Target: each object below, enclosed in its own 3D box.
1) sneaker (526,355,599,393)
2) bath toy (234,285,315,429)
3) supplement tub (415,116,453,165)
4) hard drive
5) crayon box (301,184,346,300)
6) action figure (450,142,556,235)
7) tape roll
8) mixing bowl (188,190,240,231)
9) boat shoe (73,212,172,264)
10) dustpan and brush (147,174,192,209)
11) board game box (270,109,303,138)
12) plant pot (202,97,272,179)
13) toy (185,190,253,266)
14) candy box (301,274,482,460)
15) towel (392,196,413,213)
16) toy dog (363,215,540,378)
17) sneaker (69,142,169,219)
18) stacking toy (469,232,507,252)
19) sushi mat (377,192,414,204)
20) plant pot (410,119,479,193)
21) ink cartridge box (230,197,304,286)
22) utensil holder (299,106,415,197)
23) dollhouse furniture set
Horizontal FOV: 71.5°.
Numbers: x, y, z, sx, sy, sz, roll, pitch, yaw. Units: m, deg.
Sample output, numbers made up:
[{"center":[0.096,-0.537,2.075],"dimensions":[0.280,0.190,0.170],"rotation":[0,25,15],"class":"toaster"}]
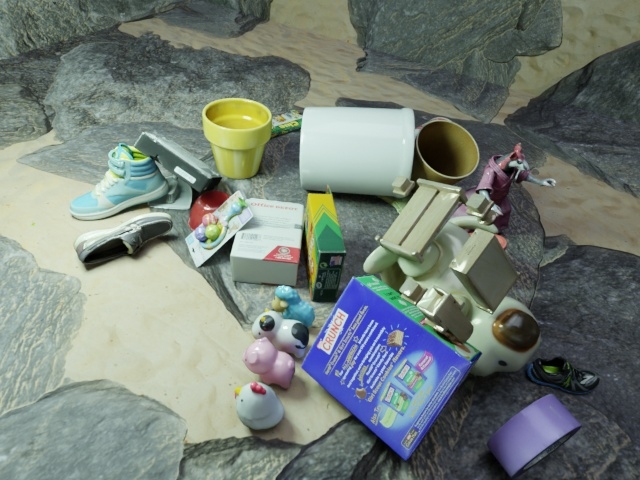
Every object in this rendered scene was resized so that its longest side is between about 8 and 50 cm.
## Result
[{"center":[0.647,0.352,1.172],"dimensions":[0.188,0.078,0.067],"rotation":[11,42,1],"class":"sneaker"},{"center":[-0.119,0.274,1.077],"dimensions":[0.151,0.129,0.348],"rotation":[5,40,12],"class":"bath toy"},{"center":[0.458,-0.399,1.891],"dimensions":[0.191,0.191,0.272],"rotation":[34,46,25],"class":"supplement tub"},{"center":[-0.451,-0.255,1.466],"dimensions":[0.236,0.064,0.339],"rotation":[35,3,-9],"class":"hard drive"},{"center":[0.000,0.000,1.355],"dimensions":[0.081,0.202,0.319],"rotation":[1,41,-10],"class":"crayon box"},{"center":[0.605,-0.187,1.545],"dimensions":[0.247,0.370,0.276],"rotation":[-15,48,-23],"class":"action figure"},{"center":[0.464,0.427,0.970],"dimensions":[0.188,0.189,0.080],"rotation":[-15,46,-25],"class":"tape roll"},{"center":[-0.350,-0.101,1.479],"dimensions":[0.181,0.098,0.182],"rotation":[5,43,-5],"class":"mixing bowl"},{"center":[-0.577,0.000,1.327],"dimensions":[0.285,0.103,0.092],"rotation":[-19,54,-23],"class":"boat shoe"},{"center":[-0.523,-0.202,1.587],"dimensions":[0.147,0.060,0.211],"rotation":[4,42,-6],"class":"dustpan and brush"},{"center":[-0.175,-0.540,2.055],"dimensions":[0.259,0.030,0.136],"rotation":[-28,56,-35],"class":"board game box"},{"center":[-0.314,-0.374,1.684],"dimensions":[0.253,0.239,0.254],"rotation":[6,42,-5],"class":"plant pot"},{"center":[-0.324,-0.047,1.354],"dimensions":[0.237,0.056,0.137],"rotation":[-39,50,5],"class":"toy"},{"center":[0.152,0.274,1.021],"dimensions":[0.317,0.268,0.122],"rotation":[35,14,26],"class":"candy box"},{"center":[0.353,-0.121,1.672],"dimensions":[0.148,0.027,0.110],"rotation":[-14,57,-25],"class":"towel"},{"center":[0.370,0.166,1.160],"dimensions":[0.395,0.285,0.408],"rotation":[-32,59,-12],"class":"toy dog"},{"center":[-0.673,-0.201,1.430],"dimensions":[0.318,0.208,0.127],"rotation":[-24,51,-18],"class":"sneaker"},{"center":[0.455,0.104,1.433],"dimensions":[0.279,0.131,0.309],"rotation":[2,31,33],"class":"stacking toy"},{"center":[0.234,-0.235,1.797],"dimensions":[0.316,0.019,0.151],"rotation":[34,46,26],"class":"sushi mat"},{"center":[0.417,-0.276,1.657],"dimensions":[0.236,0.254,0.237],"rotation":[5,68,-12],"class":"plant pot"},{"center":[-0.158,0.001,1.387],"dimensions":[0.196,0.114,0.273],"rotation":[6,43,-2],"class":"ink cartridge box"},{"center":[0.130,-0.326,1.640],"dimensions":[0.384,0.328,0.328],"rotation":[3,41,3],"class":"utensil holder"},{"center":[0.261,0.036,1.070],"dimensions":[0.303,0.174,0.355],"rotation":[-52,37,-8],"class":"dollhouse furniture set"}]
